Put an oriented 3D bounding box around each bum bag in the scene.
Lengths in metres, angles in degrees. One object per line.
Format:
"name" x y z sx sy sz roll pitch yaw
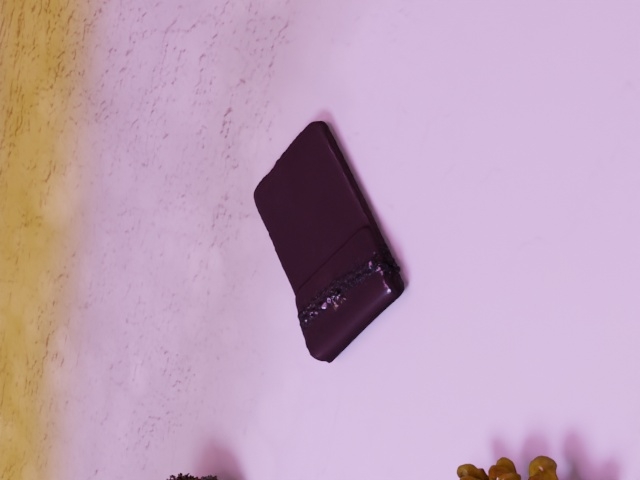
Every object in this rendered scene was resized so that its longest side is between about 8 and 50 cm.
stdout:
"bum bag" 0.000 0.000 1.321 0.109 0.026 0.159 -49 57 41

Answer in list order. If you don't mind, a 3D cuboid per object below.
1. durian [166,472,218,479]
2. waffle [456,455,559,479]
"durian" -0.102 0.229 1.423 0.080 0.080 0.091 -45 53 42
"waffle" 0.143 0.260 1.147 0.228 0.051 0.231 33 118 45
